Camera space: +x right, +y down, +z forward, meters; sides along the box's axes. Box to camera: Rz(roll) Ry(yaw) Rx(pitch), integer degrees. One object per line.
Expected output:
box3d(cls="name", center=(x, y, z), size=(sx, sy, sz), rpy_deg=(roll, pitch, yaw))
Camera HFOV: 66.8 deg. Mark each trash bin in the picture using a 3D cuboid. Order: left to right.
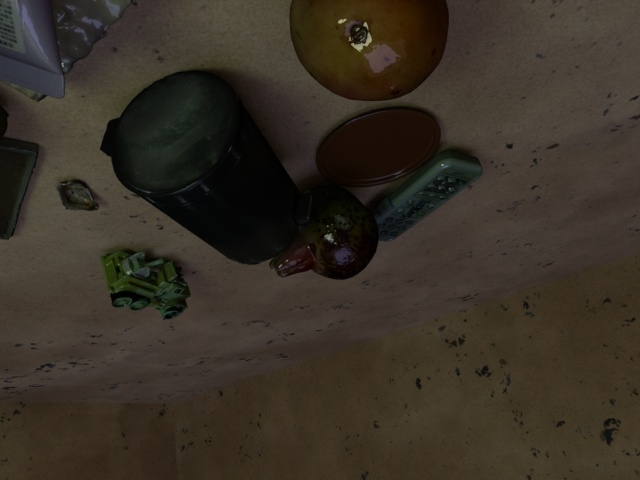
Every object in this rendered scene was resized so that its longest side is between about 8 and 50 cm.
box3d(cls="trash bin", center=(-0.164, -0.100, 0.799), size=(0.252, 0.203, 0.301), rpy_deg=(1, 160, 18))

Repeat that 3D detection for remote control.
box3d(cls="remote control", center=(0.213, -0.096, 1.125), size=(0.128, 0.065, 0.335), rpy_deg=(8, 149, -32))

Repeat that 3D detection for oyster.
box3d(cls="oyster", center=(-0.454, -0.082, 0.903), size=(0.051, 0.034, 0.093), rpy_deg=(-23, 146, -13))

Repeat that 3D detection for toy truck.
box3d(cls="toy truck", center=(-0.410, 0.103, 1.212), size=(0.135, 0.128, 0.259), rpy_deg=(-29, 152, 5))

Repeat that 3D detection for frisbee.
box3d(cls="frisbee", center=(0.113, -0.179, 0.962), size=(0.251, 0.021, 0.251), rpy_deg=(-10, 156, -4))

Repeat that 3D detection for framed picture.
box3d(cls="framed picture", center=(-0.631, -0.090, 0.821), size=(0.232, 0.024, 0.315), rpy_deg=(9, 147, -37))

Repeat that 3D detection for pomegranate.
box3d(cls="pomegranate", center=(0.000, 0.000, 1.026), size=(0.248, 0.214, 0.214), rpy_deg=(-33, 165, -27))
box3d(cls="pomegranate", center=(0.059, -0.258, 0.583), size=(0.191, 0.191, 0.191), rpy_deg=(-10, 155, -5))

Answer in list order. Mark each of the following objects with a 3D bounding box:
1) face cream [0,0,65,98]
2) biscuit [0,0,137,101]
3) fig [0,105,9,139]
box3d(cls="face cream", center=(-0.295, -0.260, 0.406), size=(0.154, 0.096, 0.274), rpy_deg=(16, 132, -10))
box3d(cls="biscuit", center=(-0.308, -0.264, 0.521), size=(0.281, 0.084, 0.179), rpy_deg=(-32, 145, 34))
box3d(cls="fig", center=(-0.501, -0.158, 0.627), size=(0.144, 0.154, 0.166), rpy_deg=(-45, 172, 27))
